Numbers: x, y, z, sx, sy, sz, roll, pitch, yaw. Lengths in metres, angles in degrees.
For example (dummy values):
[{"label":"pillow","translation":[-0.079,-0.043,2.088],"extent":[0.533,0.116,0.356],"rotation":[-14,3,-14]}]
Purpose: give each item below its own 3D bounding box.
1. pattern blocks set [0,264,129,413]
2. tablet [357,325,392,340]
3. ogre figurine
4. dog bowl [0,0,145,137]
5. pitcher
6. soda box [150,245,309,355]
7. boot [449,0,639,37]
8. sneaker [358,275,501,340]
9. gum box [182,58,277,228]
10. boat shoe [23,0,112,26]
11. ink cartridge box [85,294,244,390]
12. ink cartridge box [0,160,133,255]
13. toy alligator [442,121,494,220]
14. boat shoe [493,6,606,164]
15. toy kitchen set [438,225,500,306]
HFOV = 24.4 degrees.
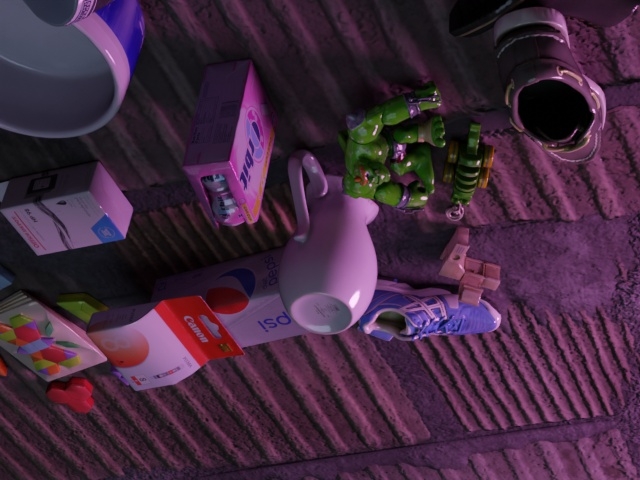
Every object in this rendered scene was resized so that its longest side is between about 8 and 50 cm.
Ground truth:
[{"label":"pattern blocks set","translation":[-0.436,0.153,2.297],"extent":[0.325,0.026,0.285],"rotation":[32,135,-24]},{"label":"tablet","translation":[0.094,0.117,2.169],"extent":[0.054,0.006,0.083],"rotation":[21,138,-13]},{"label":"ogre figurine","translation":[0.086,-0.109,1.845],"extent":[0.118,0.096,0.197],"rotation":[-6,156,-9]},{"label":"dog bowl","translation":[-0.343,-0.241,1.728],"extent":[0.265,0.104,0.265],"rotation":[11,147,7]},{"label":"pitcher","translation":[0.000,0.000,1.895],"extent":[0.126,0.207,0.178],"rotation":[-19,131,29]},{"label":"soda box","translation":[-0.103,0.086,2.103],"extent":[0.286,0.091,0.098],"rotation":[-14,134,25]},{"label":"boot","translation":[0.255,-0.257,1.652],"extent":[0.137,0.076,0.198],"rotation":[33,136,-33]},{"label":"sneaker","translation":[0.149,0.111,2.090],"extent":[0.211,0.081,0.080],"rotation":[5,133,1]},{"label":"gum box","translation":[-0.108,-0.115,1.792],"extent":[0.062,0.188,0.107],"rotation":[-6,137,17]},{"label":"boat shoe","translation":[-0.317,-0.375,1.570],"extent":[0.113,0.105,0.306],"rotation":[-35,93,40]},{"label":"ink cartridge box","translation":[-0.219,0.148,2.094],"extent":[0.179,0.045,0.145],"rotation":[-9,136,25]},{"label":"ink cartridge box","translation":[-0.362,-0.039,2.028],"extent":[0.180,0.060,0.104],"rotation":[-11,137,22]},{"label":"toy alligator","translation":[0.184,-0.072,1.895],"extent":[0.056,0.051,0.189],"rotation":[9,140,1]},{"label":"boat shoe","translation":[0.267,-0.153,1.706],"extent":[0.109,0.091,0.305],"rotation":[-13,153,16]},{"label":"toy kitchen set","translation":[0.210,0.038,2.006],"extent":[0.083,0.068,0.075],"rotation":[15,140,-8]}]
